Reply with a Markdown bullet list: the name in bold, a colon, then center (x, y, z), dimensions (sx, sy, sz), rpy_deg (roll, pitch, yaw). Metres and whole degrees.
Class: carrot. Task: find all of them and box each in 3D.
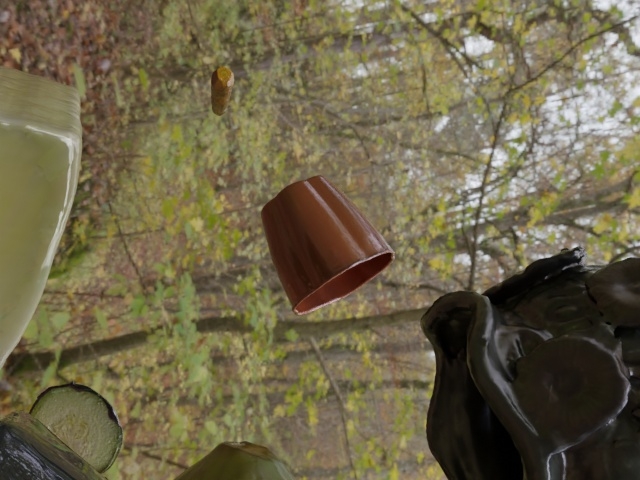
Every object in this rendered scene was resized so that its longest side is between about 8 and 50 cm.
- **carrot**: center (-0.183, -0.271, 1.142), dimensions (0.170, 0.042, 0.042), rpy_deg (146, -67, -76)

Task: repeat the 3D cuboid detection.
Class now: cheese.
- **cheese**: center (-0.325, -0.036, 0.623), dimensions (0.243, 0.123, 0.265), rpy_deg (-68, -152, 15)

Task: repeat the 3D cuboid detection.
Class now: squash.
- **squash**: center (-0.443, 0.335, 1.197), dimensions (0.192, 0.184, 0.085), rpy_deg (41, 24, -2)

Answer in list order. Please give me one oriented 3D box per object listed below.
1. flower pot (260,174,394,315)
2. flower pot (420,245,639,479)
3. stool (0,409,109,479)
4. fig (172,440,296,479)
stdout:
- **flower pot**: center (0.000, 0.000, 0.990), dimensions (0.173, 0.190, 0.191), rpy_deg (61, -4, 17)
- **flower pot**: center (0.221, 0.150, 0.567), dimensions (0.302, 0.213, 0.302), rpy_deg (174, -90, -86)
- **stool**: center (-0.243, 0.240, 0.427), dimensions (0.141, 0.232, 0.232), rpy_deg (45, 7, -8)
- **fig**: center (-0.100, 0.332, 0.601), dimensions (0.239, 0.239, 0.271), rpy_deg (76, 17, -62)
